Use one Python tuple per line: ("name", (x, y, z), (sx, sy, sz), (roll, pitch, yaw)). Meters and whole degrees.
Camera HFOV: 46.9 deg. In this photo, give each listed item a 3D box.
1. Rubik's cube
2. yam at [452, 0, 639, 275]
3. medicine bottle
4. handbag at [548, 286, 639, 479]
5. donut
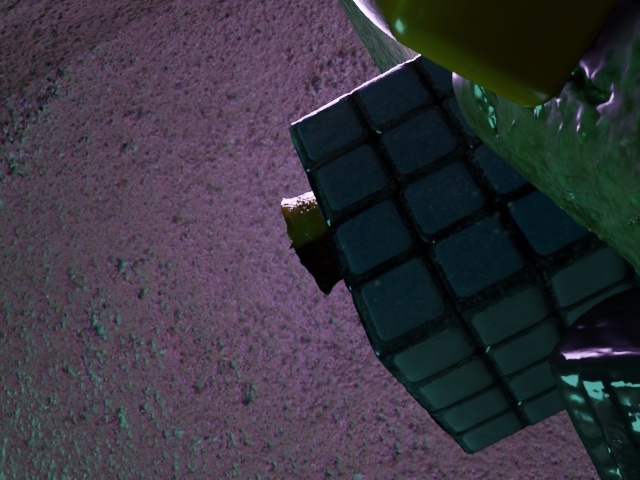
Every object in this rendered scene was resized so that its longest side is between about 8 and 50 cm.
("Rubik's cube", (0.210, -0.008, 0.864), (0.344, 0.344, 0.337), (52, -169, -50))
("yam", (0.216, -0.092, 0.482), (0.195, 0.195, 0.300), (58, -175, -28))
("medicine bottle", (0.116, -0.203, 0.398), (0.112, 0.222, 0.149), (21, -157, -21))
("handbag", (0.310, 0.124, 0.517), (0.254, 0.181, 0.181), (-14, 103, 50))
("donut", (0.000, 0.000, 0.959), (0.140, 0.059, 0.140), (63, -172, -16))
